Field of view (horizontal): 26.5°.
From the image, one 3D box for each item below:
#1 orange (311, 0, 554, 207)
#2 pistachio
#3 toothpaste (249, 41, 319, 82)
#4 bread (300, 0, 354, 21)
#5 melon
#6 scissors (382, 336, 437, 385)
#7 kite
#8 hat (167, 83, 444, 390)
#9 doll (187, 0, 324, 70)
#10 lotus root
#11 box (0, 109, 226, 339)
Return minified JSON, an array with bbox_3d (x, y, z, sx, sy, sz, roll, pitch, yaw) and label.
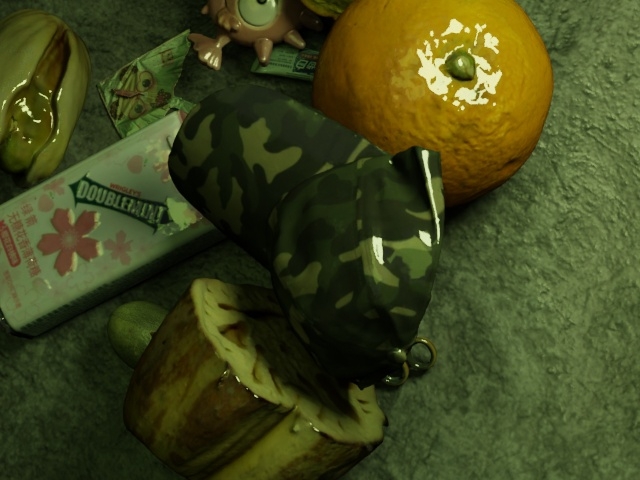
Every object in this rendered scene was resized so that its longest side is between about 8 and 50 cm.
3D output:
[{"bbox_3d":[0.144,-0.194,1.743,0.312,0.312,0.312,-4,76,15],"label":"orange"},{"bbox_3d":[-0.430,-0.211,1.971,0.166,0.197,0.288,28,56,-21],"label":"pistachio"},{"bbox_3d":[0.011,-0.244,1.934,0.233,0.038,0.060,15,77,22],"label":"toothpaste"},{"bbox_3d":[0.058,-0.433,1.878,0.270,0.148,0.270,5,67,-11],"label":"bread"},{"bbox_3d":[-0.236,0.135,1.883,0.130,0.098,0.098,28,86,25],"label":"melon"},{"bbox_3d":[0.066,0.091,1.790,0.088,0.017,0.220,-31,99,19],"label":"scissors"},{"bbox_3d":[-0.223,-0.207,2.006,0.250,0.012,0.229,16,83,18],"label":"kite"},{"bbox_3d":[-0.041,0.000,1.665,0.381,0.257,0.366,20,127,6],"label":"hat"},{"bbox_3d":[-0.087,-0.354,1.954,0.262,0.093,0.211,-43,76,-4],"label":"doll"},{"bbox_3d":[-0.094,0.223,1.725,0.316,0.316,0.250,45,103,20],"label":"lotus root"},{"bbox_3d":[-0.311,-0.018,1.937,0.369,0.112,0.190,-26,72,11],"label":"box"}]
